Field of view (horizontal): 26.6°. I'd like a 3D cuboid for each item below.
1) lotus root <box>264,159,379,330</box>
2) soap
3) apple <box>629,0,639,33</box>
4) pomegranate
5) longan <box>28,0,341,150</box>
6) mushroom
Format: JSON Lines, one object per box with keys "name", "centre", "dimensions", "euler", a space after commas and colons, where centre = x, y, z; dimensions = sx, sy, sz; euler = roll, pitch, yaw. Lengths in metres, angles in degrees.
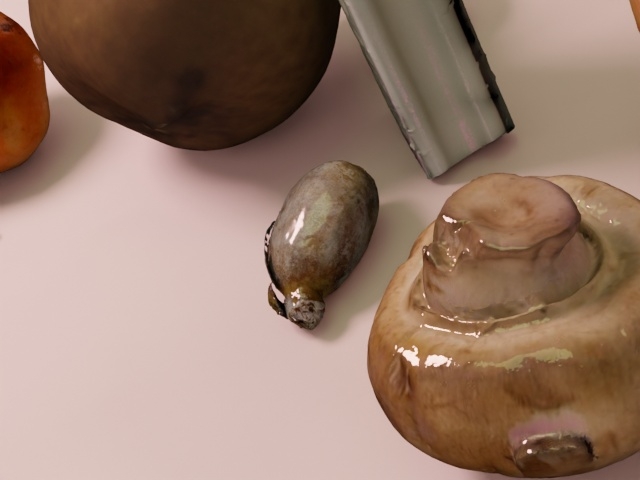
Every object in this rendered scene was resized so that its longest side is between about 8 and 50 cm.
{"name": "lotus root", "centre": [-0.002, -0.001, 1.148], "dimensions": [0.088, 0.088, 0.165], "euler": [6, 58, 33]}
{"name": "soap", "centre": [0.070, -0.189, 1.173], "dimensions": [0.094, 0.261, 0.150], "euler": [-30, 39, 0]}
{"name": "apple", "centre": [0.407, -0.215, 0.940], "dimensions": [0.391, 0.391, 0.346], "euler": [-32, 59, -8]}
{"name": "pomegranate", "centre": [-0.392, -0.155, 1.433], "dimensions": [0.209, 0.209, 0.209], "euler": [-15, 40, 13]}
{"name": "longan", "centre": [-0.125, -0.229, 1.279], "dimensions": [0.319, 0.319, 0.319], "euler": [-15, 40, 13]}
{"name": "mushroom", "centre": [0.149, 0.056, 0.924], "dimensions": [0.255, 0.184, 0.255], "euler": [-8, 32, 5]}
